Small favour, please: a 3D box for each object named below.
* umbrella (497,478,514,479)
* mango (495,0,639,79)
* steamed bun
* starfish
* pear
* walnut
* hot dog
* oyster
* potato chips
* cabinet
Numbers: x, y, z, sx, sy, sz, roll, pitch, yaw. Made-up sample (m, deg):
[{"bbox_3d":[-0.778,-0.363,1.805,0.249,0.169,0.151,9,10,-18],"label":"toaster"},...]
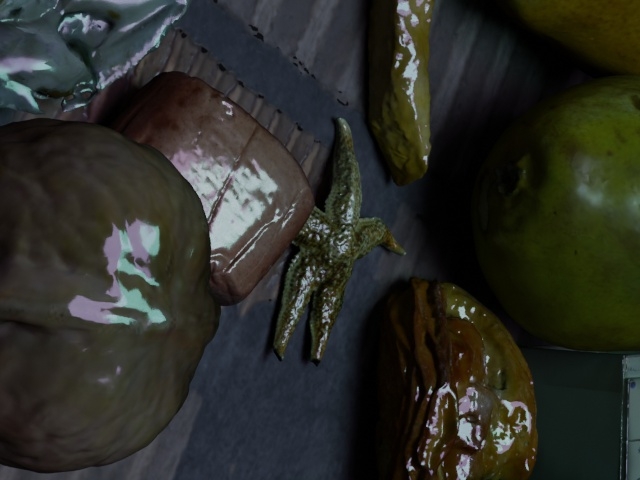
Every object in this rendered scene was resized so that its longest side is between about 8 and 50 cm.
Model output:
[{"bbox_3d":[0.244,0.250,1.774,0.250,0.053,0.052,9,41,-33],"label":"umbrella"},{"bbox_3d":[0.307,-0.270,1.874,0.378,0.221,0.264,4,92,-38],"label":"mango"},{"bbox_3d":[-0.104,-0.035,1.540,0.175,0.106,0.145,46,65,-22],"label":"steamed bun"},{"bbox_3d":[0.001,0.000,1.697,0.217,0.050,0.223,18,74,-38],"label":"starfish"},{"bbox_3d":[0.276,-0.022,1.821,0.321,0.269,0.269,27,73,-45],"label":"pear"},{"bbox_3d":[-0.187,0.038,1.365,0.248,0.248,0.248,-4,95,-46],"label":"walnut"},{"bbox_3d":[0.118,0.164,1.772,0.175,0.114,0.259,1,92,-46],"label":"hot dog"},{"bbox_3d":[-0.175,-0.196,1.461,0.199,0.087,0.252,43,69,-50],"label":"oyster"},{"bbox_3d":[0.085,-0.254,1.751,0.080,0.057,0.407,10,85,-43],"label":"potato chips"},{"bbox_3d":[0.286,0.208,1.925,0.145,0.150,0.206,1,91,-46],"label":"cabinet"}]
